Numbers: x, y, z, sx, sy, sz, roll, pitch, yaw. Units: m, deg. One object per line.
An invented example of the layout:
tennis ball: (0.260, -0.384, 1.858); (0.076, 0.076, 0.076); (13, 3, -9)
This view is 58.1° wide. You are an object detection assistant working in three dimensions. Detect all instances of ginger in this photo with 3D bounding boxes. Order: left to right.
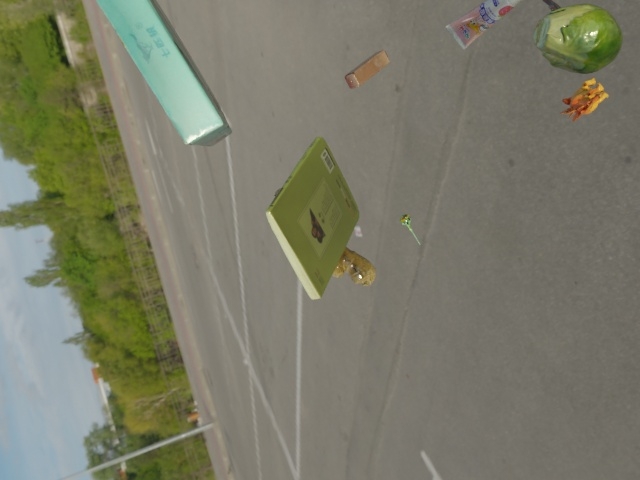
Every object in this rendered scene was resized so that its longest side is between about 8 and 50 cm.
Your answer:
ginger: (0.000, 0.000, 1.473); (0.334, 0.148, 0.081); (54, 176, 0)

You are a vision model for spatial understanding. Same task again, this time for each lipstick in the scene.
lipstick: (0.133, -0.487, 1.637); (0.045, 0.145, 0.045); (-2, 126, 55)

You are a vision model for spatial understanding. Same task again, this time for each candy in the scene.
candy: (0.213, -0.025, 1.338); (0.023, 0.025, 0.083); (-26, 108, 34)

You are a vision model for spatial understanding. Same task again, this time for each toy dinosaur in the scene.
toy dinosaur: (0.693, -0.365, 1.522); (0.117, 0.288, 0.070); (-38, 93, 29)

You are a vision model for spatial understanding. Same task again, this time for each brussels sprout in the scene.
brussels sprout: (0.580, -0.453, 1.294); (0.161, 0.180, 0.144); (-118, 40, -60)

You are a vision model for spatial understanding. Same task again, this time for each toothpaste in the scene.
toothpaste: (0.354, -0.484, 1.233); (0.067, 0.043, 0.194); (46, 148, -12)

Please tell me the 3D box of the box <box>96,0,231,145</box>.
box: (-0.142, -0.167, 0.549); (0.162, 0.041, 0.229); (59, 179, -11)

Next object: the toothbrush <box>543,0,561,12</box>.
toothbrush: (0.536, -0.741, 1.588); (0.364, 0.041, 0.041); (54, 156, 20)

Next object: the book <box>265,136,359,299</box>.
book: (-0.007, -0.064, 1.328); (0.035, 0.352, 0.239); (-12, 120, 29)
